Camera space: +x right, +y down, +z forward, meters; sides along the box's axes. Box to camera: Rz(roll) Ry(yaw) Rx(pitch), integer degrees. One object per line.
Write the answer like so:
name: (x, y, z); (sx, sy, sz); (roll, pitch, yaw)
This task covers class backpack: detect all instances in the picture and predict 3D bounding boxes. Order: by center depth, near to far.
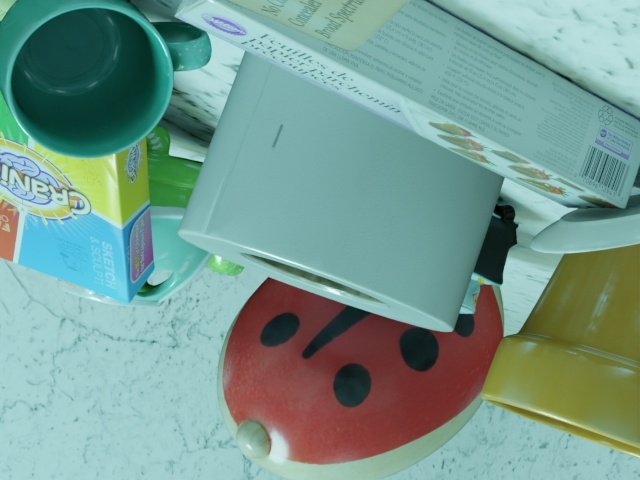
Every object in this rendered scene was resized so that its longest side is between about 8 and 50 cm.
backpack: (0.095, -0.002, 1.126); (0.166, 0.144, 0.188); (18, -178, -42)

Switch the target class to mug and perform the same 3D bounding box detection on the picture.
mug: (-0.183, -0.140, 0.840); (0.158, 0.129, 0.097); (16, -160, -35)

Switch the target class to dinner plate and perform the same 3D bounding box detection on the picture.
dinner plate: (0.215, -0.017, 0.724); (0.141, 0.017, 0.141); (-12, -173, 2)

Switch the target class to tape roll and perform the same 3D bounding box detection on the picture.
tape roll: (0.023, -0.041, 0.871); (0.246, 0.169, 0.246); (20, 173, 3)

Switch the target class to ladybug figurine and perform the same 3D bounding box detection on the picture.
ladybug figurine: (0.062, 0.107, 1.249); (0.305, 0.449, 0.161); (34, 137, 17)

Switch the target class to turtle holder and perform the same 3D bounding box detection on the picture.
turtle holder: (-0.236, -0.037, 1.358); (0.244, 0.227, 0.320); (13, -178, 13)

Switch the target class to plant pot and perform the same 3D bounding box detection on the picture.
plant pot: (0.258, 0.075, 0.847); (0.205, 0.187, 0.205); (20, 172, 3)

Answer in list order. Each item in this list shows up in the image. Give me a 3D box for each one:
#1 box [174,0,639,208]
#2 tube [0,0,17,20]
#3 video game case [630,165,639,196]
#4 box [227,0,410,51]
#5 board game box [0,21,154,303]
box: (0.070, -0.106, 0.663); (0.324, 0.067, 0.063); (22, 173, -25)
tube: (-0.270, -0.211, 0.863); (0.240, 0.070, 0.062); (19, 134, -41)
video game case: (0.289, -0.035, 0.790); (0.173, 0.022, 0.190); (23, 172, -21)
box: (-0.097, -0.179, 0.293); (0.311, 0.121, 0.148); (20, 174, -9)
board game box: (-0.299, -0.094, 1.090); (0.242, 0.064, 0.316); (18, 136, 13)
